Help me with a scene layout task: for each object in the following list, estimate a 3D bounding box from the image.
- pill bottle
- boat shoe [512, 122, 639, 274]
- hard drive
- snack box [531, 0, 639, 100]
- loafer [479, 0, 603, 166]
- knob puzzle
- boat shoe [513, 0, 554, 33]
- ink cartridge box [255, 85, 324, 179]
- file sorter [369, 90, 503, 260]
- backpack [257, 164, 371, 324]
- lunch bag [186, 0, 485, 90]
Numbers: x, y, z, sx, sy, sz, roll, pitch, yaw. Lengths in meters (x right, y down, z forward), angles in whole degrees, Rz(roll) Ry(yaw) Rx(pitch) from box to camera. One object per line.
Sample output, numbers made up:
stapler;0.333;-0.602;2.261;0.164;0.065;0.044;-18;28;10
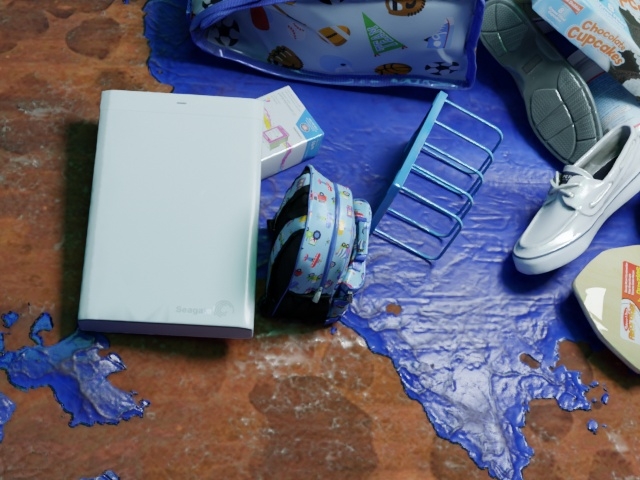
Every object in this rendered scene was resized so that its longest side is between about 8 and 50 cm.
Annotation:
pill bottle;0.403;-0.193;1.966;0.087;0.087;0.160;-17;66;-24
boat shoe;0.331;-0.059;1.840;0.095;0.084;0.258;11;46;47
hard drive;-0.175;-0.035;1.704;0.203;0.040;0.307;3;64;-3
snack box;0.420;-0.286;1.944;0.322;0.060;0.187;35;34;-20
loafer;0.315;-0.222;1.951;0.267;0.096;0.084;59;26;7
knob puzzle;0.405;0.090;1.818;0.213;0.030;0.213;12;56;-19
boat shoe;0.389;-0.377;2.070;0.302;0.094;0.109;-24;68;-26
ink cartridge box;-0.071;-0.134;1.820;0.122;0.052;0.088;-26;69;-26
file sorter;0.148;-0.078;1.810;0.104;0.118;0.170;29;56;-2
backpack;0.000;0.000;1.685;0.117;0.173;0.158;11;56;-8
lunch bag;0.022;-0.392;1.905;0.385;0.239;0.327;2;58;2
